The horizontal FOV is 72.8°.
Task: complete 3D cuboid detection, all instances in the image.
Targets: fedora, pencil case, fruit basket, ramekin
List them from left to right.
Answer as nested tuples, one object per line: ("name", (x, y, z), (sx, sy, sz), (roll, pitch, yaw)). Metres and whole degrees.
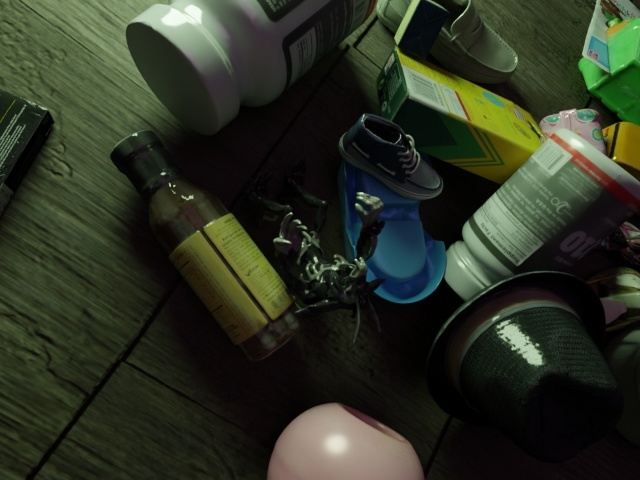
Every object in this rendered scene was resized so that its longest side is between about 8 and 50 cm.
("fedora", (0.325, 0.209, 0.638), (0.333, 0.153, 0.334), (-6, 120, -11))
("pencil case", (0.501, -0.117, 0.865), (0.124, 0.124, 0.284), (14, 74, -17))
("fruit basket", (0.760, -0.434, 1.006), (0.327, 0.165, 0.353), (36, 66, -9))
("ramekin", (0.666, 0.285, 0.835), (0.272, 0.127, 0.273), (4, 77, -18))

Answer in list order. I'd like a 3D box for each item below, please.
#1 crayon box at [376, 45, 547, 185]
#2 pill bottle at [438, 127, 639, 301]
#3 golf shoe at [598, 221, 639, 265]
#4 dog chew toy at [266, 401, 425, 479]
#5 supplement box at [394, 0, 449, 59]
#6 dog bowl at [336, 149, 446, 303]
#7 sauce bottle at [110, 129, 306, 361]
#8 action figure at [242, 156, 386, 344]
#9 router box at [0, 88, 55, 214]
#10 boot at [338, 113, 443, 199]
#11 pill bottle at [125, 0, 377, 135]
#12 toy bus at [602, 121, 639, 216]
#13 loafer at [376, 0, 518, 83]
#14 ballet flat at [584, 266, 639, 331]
("crayon box", (0.260, -0.210, 0.774), (0.318, 0.081, 0.202), (19, 41, -15))
("pill bottle", (0.335, -0.018, 0.689), (0.161, 0.283, 0.161), (29, 28, -17))
("golf shoe", (0.618, -0.016, 0.925), (0.186, 0.068, 0.086), (27, 37, -6))
("dog chew toy", (-0.006, 0.384, 0.542), (0.206, 0.206, 0.332), (30, 79, -11))
("supplement box", (0.177, -0.381, 0.771), (0.056, 0.083, 0.083), (21, 33, -10))
("dog bowl", (0.111, -0.041, 0.735), (0.165, 0.074, 0.298), (-3, 80, -20))
("sauce bottle", (-0.158, 0.003, 0.609), (0.111, 0.111, 0.345), (-36, 92, -23))
("action figure", (0.000, 0.000, 0.601), (0.164, 0.141, 0.276), (-20, 58, -32))
("router box", (-0.458, -0.118, 0.562), (0.133, 0.046, 0.179), (23, 71, -13))
("boot", (0.124, -0.125, 0.671), (0.189, 0.086, 0.069), (21, 71, -14))
("pill bottle", (-0.089, -0.338, 0.653), (0.210, 0.210, 0.363), (45, 68, -6))
("toy bus", (0.733, -0.121, 0.945), (0.332, 0.130, 0.108), (28, 70, -12))
("loafer", (0.263, -0.413, 0.848), (0.319, 0.111, 0.112), (21, 72, -14))
("ballet flat", (0.551, 0.122, 0.836), (0.348, 0.123, 0.123), (-9, 82, -21))
